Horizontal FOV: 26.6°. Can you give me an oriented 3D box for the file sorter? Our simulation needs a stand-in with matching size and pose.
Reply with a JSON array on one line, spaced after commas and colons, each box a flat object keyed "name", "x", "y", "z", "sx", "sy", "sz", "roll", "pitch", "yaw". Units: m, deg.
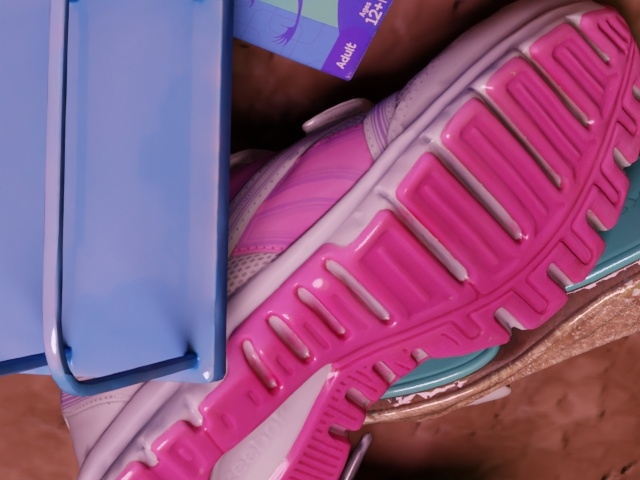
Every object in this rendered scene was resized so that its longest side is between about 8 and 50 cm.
[{"name": "file sorter", "x": -0.120, "y": -0.020, "z": 0.366, "sx": 0.170, "sy": 0.104, "sz": 0.118, "roll": 1, "pitch": 91, "yaw": 14}]

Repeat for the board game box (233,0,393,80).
[{"name": "board game box", "x": -0.052, "y": -0.154, "z": 0.381, "sx": 0.210, "sy": 0.047, "sz": 0.160, "roll": 19, "pitch": 123, "yaw": -17}]

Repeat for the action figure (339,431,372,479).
[{"name": "action figure", "x": 0.029, "y": 0.201, "z": 0.580, "sx": 0.164, "sy": 0.141, "sz": 0.276, "roll": -1, "pitch": 135, "yaw": 30}]

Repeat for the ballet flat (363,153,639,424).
[{"name": "ballet flat", "x": 0.076, "y": 0.030, "z": 0.514, "sx": 0.206, "sy": 0.073, "sz": 0.067, "roll": -23, "pitch": 139, "yaw": 15}]

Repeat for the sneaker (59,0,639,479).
[{"name": "sneaker", "x": 0.000, "y": 0.000, "z": 0.464, "sx": 0.252, "sy": 0.111, "sz": 0.103, "roll": -41, "pitch": 134, "yaw": -5}]
